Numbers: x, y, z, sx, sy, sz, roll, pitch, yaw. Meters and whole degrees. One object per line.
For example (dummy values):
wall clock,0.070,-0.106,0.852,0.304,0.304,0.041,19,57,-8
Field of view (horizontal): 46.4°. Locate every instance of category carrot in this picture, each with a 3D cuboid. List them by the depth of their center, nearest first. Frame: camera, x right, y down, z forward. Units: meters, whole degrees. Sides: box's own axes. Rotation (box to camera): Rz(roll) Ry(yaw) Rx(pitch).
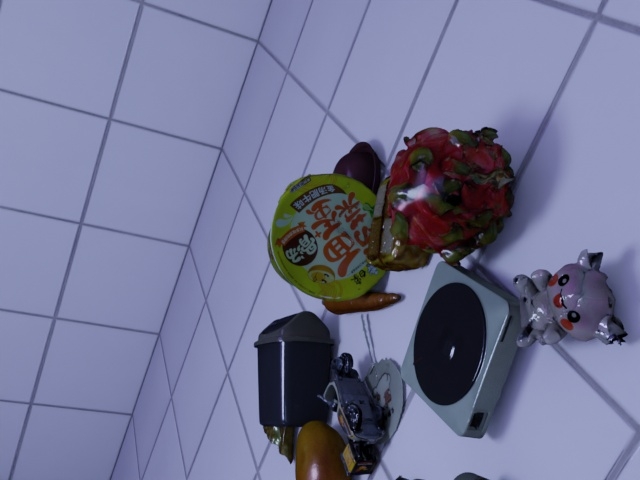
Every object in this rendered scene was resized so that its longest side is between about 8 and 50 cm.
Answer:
carrot,0.097,0.149,1.822,0.336,0.069,0.069,-8,71,58

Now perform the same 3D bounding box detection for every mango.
mango,0.003,0.521,1.752,0.151,0.120,0.221,-47,38,40

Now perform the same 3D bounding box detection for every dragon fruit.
dragon fruit,0.240,-0.085,1.418,0.303,0.237,0.231,120,174,-55

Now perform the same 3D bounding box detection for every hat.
hat,0.083,-0.164,1.960,0.205,0.089,0.205,-39,45,54

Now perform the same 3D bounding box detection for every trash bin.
trash bin,-0.071,0.339,1.946,0.209,0.182,0.290,-25,61,58

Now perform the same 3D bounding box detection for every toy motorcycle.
toy motorcycle,0.068,0.384,1.706,0.263,0.091,0.157,-113,35,-48

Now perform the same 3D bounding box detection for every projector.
projector,0.265,0.196,1.391,0.259,0.079,0.257,39,114,63

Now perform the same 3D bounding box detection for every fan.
fan,0.128,0.305,1.720,0.191,0.009,0.329,121,148,-41

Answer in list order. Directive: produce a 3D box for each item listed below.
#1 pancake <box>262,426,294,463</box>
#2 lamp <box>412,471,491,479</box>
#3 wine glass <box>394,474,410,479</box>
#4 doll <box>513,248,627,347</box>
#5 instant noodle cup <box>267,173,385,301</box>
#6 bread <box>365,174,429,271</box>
pancake,-0.122,0.475,2.144,0.197,0.054,0.376,-55,30,37
lamp,0.237,0.453,1.266,0.214,0.121,0.121,-11,67,49
wine glass,0.119,0.580,1.540,0.262,0.074,0.074,-60,29,30
doll,0.383,0.103,1.164,0.192,0.095,0.149,-29,58,57
instant noodle cup,0.000,0.000,1.839,0.221,0.311,0.311,160,120,-73
bread,0.183,-0.039,1.675,0.181,0.096,0.222,-178,100,-68
